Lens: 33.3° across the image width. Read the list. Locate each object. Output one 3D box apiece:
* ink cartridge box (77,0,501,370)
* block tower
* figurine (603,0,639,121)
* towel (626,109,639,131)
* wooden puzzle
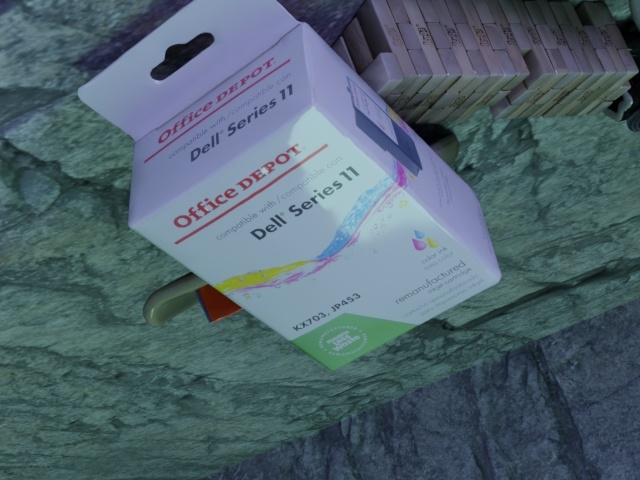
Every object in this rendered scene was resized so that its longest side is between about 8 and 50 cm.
[{"bbox_3d":[-0.025,-0.044,0.942,0.207,0.119,0.353,-32,131,24],"label":"ink cartridge box"},{"bbox_3d":[0.167,-0.178,1.063,0.335,0.097,0.091,-8,158,-33],"label":"block tower"},{"bbox_3d":[0.417,-0.240,1.154,0.209,0.092,0.215,-22,162,-16],"label":"figurine"},{"bbox_3d":[0.472,-0.184,1.285,0.209,0.034,0.285,-24,180,14],"label":"towel"},{"bbox_3d":[0.000,0.000,1.246,0.348,0.080,0.322,-27,-178,19],"label":"wooden puzzle"}]
